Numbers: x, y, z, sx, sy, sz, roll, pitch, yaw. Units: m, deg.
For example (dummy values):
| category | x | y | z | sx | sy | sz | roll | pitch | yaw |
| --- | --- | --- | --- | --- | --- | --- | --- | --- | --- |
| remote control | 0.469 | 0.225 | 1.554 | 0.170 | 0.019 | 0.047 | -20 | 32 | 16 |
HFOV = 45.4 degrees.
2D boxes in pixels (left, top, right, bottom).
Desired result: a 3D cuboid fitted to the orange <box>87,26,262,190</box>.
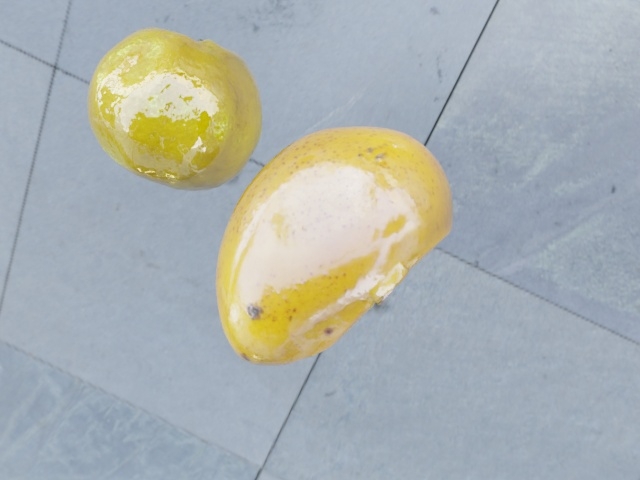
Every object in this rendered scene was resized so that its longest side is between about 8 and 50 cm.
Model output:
| category | x | y | z | sx | sy | sz | roll | pitch | yaw |
| --- | --- | --- | --- | --- | --- | --- | --- | --- | --- |
| orange | -0.222 | -0.209 | 1.199 | 0.279 | 0.279 | 0.235 | 28 | 104 | 0 |

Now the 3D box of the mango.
| category | x | y | z | sx | sy | sz | roll | pitch | yaw |
| --- | --- | --- | --- | --- | --- | --- | --- | --- | --- |
| mango | 0.000 | 0.000 | 0.794 | 0.191 | 0.160 | 0.290 | 41 | 87 | 10 |
